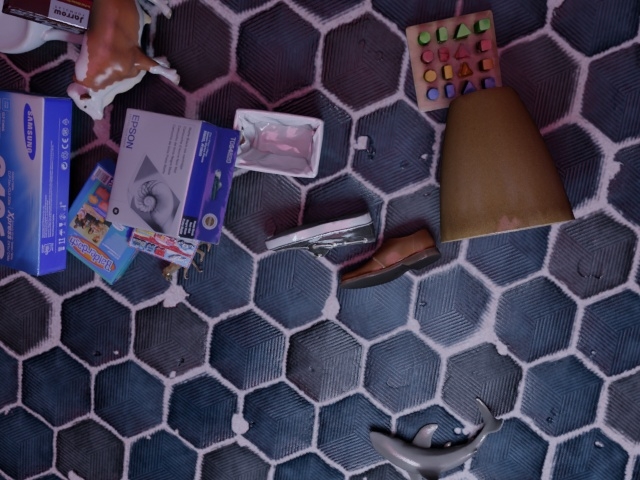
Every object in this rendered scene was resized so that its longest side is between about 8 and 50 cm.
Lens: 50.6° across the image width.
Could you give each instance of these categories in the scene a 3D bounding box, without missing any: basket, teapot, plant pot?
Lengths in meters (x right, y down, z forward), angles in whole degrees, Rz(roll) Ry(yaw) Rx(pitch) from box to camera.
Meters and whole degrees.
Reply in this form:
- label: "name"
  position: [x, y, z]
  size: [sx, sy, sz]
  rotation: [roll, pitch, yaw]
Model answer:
- label: "basket"
  position: [-0.078, -0.189, 1.297]
  size: [0.167, 0.103, 0.113]
  rotation: [9, 103, 3]
- label: "teapot"
  position: [-0.556, -0.480, 1.246]
  size: [0.252, 0.187, 0.256]
  rotation: [7, 130, 23]
- label: "plant pot"
  position: [0.314, -0.138, 1.225]
  size: [0.237, 0.237, 0.254]
  rotation: [-10, 89, 7]

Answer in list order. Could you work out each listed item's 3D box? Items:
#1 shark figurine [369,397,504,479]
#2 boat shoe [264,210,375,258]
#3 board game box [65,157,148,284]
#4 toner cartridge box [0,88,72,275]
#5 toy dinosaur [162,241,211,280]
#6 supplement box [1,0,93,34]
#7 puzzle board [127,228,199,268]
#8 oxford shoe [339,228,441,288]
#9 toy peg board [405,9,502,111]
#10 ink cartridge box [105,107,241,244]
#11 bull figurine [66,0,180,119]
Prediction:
- label: "shark figurine"
  position: [0.256, 0.449, 1.400]
  size: [0.278, 0.116, 0.166]
  rotation: [-17, 101, 11]
- label: "boat shoe"
  position: [0.000, 0.000, 1.344]
  size: [0.219, 0.078, 0.070]
  rotation: [-13, 99, 6]
- label: "board game box"
  position: [-0.426, -0.036, 1.371]
  size: [0.160, 0.047, 0.210]
  rotation: [40, 114, -4]
- label: "toner cartridge box"
  position: [-0.585, -0.117, 1.346]
  size: [0.165, 0.075, 0.348]
  rotation: [12, 103, 24]
- label: "toy dinosaur"
  position: [-0.275, 0.011, 1.384]
  size: [0.092, 0.053, 0.183]
  rotation: [20, 103, 2]
- label: "supplement box"
  position: [-0.436, -0.480, 1.120]
  size: [0.130, 0.073, 0.239]
  rotation: [8, 94, -33]
- label: "puzzle board"
  position: [-0.305, -0.004, 1.334]
  size: [0.128, 0.011, 0.096]
  rotation: [22, 118, -12]
- label: "oxford shoe"
  position: [0.131, 0.040, 1.356]
  size: [0.212, 0.076, 0.076]
  rotation: [-24, 69, 12]
- label: "toy peg board"
  position: [0.250, -0.330, 1.249]
  size: [0.161, 0.079, 0.161]
  rotation: [-10, 101, 8]
- label: "ink cartridge box"
  position: [-0.275, -0.119, 1.257]
  size: [0.224, 0.045, 0.223]
  rotation: [11, 91, 15]
- label: "bull figurine"
  position: [-0.358, -0.371, 1.239]
  size: [0.188, 0.101, 0.310]
  rotation: [1, 100, -32]
